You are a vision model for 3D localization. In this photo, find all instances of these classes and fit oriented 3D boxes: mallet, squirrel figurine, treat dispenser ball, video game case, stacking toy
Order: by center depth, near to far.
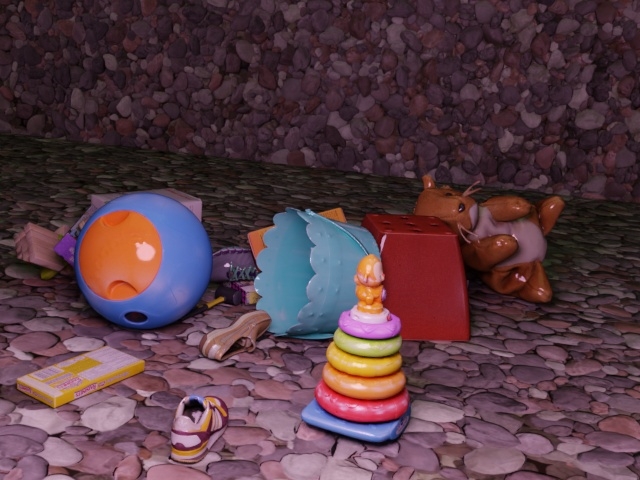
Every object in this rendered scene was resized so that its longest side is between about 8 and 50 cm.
[{"bbox_3d":[0.078,0.169,1.374,0.165,0.302,0.175,10,15,20],"label":"stacking toy"},{"bbox_3d":[-0.372,0.043,1.732,0.288,0.288,0.288,4,15,-1],"label":"treat dispenser ball"},{"bbox_3d":[-0.249,0.150,1.867,0.062,0.039,0.189,8,19,25],"label":"mallet"},{"bbox_3d":[-0.142,0.098,2.065,0.210,0.042,0.232,-5,18,-29],"label":"video game case"},{"bbox_3d":[0.378,-0.022,2.142,0.370,0.281,0.397,16,-6,-23],"label":"squirrel figurine"}]

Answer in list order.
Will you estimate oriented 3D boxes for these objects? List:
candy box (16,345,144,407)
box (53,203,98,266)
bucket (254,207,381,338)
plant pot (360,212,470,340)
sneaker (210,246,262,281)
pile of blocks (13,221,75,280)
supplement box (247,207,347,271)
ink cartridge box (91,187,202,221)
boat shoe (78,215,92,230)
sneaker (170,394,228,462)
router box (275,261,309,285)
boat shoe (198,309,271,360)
[{"bbox_3d":[-0.429,0.242,1.480,0.105,0.027,0.206,17,20,32],"label":"candy box"},{"bbox_3d":[-0.518,0.028,1.976,0.201,0.057,0.293,42,9,-13],"label":"box"},{"bbox_3d":[-0.006,0.076,1.765,0.183,0.281,0.281,6,13,-28],"label":"bucket"},{"bbox_3d":[0.197,0.072,1.896,0.267,0.236,0.267,2,15,-9],"label":"plant pot"},{"bbox_3d":[-0.175,0.064,1.962,0.223,0.083,0.098,-13,33,-29],"label":"sneaker"},{"bbox_3d":[-0.634,0.041,2.068,0.112,0.149,0.362,-36,-11,22],"label":"pile of blocks"},{"bbox_3d":[-0.049,-0.002,1.933,0.233,0.080,0.078,-18,-26,-8],"label":"supplement box"},{"bbox_3d":[-0.520,-0.076,2.455,0.272,0.115,0.198,-9,20,-40],"label":"ink cartridge box"},{"bbox_3d":[-0.430,-0.003,1.954,0.122,0.110,0.341,50,11,30],"label":"boat shoe"},{"bbox_3d":[-0.189,0.277,1.312,0.069,0.084,0.185,6,16,5],"label":"sneaker"},{"bbox_3d":[-0.069,0.105,1.909,0.092,0.123,0.038,-4,11,-28],"label":"router box"},{"bbox_3d":[-0.157,0.201,1.665,0.072,0.068,0.190,28,35,30],"label":"boat shoe"}]
